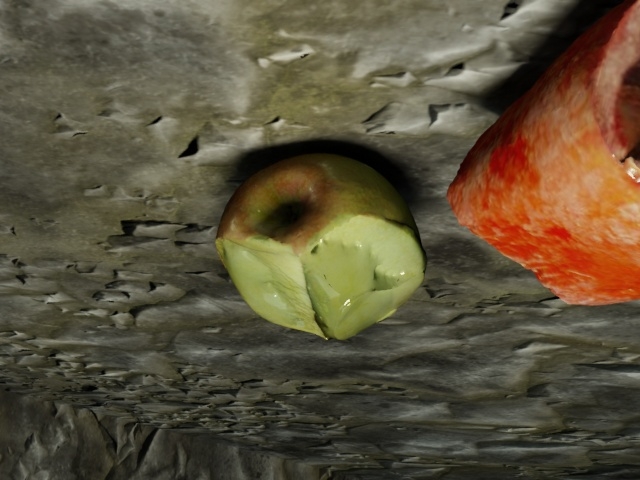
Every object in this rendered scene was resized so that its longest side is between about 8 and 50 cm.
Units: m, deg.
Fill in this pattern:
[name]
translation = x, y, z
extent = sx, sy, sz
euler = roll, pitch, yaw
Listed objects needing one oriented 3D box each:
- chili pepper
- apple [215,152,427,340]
[chili pepper]
translation = 0.249, -0.043, 0.840
extent = 0.251, 0.229, 0.305
euler = -4, 164, -25
[apple]
translation = 0.000, 0.000, 1.090
extent = 0.207, 0.174, 0.188
euler = 1, 139, 18
